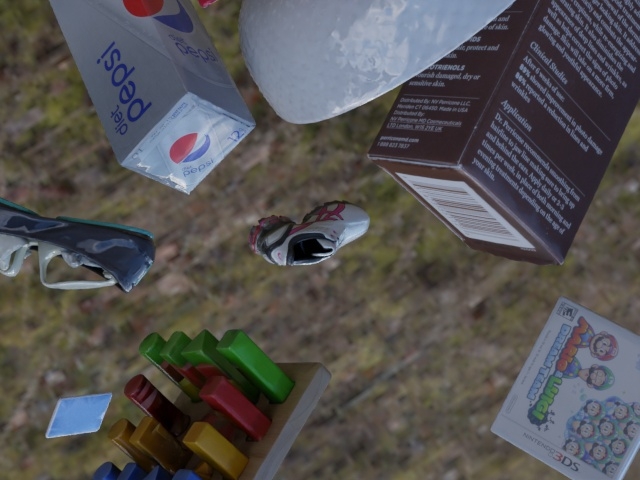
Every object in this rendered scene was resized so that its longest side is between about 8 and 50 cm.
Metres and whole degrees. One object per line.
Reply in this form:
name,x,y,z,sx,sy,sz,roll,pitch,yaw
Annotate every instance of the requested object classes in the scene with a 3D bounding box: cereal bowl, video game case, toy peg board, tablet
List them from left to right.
tablet,-0.280,0.202,1.754,0.083,0.006,0.054,0,118,-52
toy peg board,-0.101,0.139,1.117,0.079,0.161,0.160,46,60,-26
cereal bowl,0.056,-0.262,1.346,0.339,0.141,0.339,-34,-161,13
video game case,0.263,0.154,1.501,0.019,0.143,0.157,23,95,-58

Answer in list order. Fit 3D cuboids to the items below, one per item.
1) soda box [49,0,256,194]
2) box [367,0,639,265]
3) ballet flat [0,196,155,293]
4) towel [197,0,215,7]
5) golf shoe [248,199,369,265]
soda box,-0.166,-0.182,1.397,0.098,0.286,0.091,-44,140,21
box,0.221,-0.189,1.513,0.191,0.143,0.381,40,72,-37
ballet flat,-0.246,0.003,1.324,0.074,0.203,0.074,14,90,-81
towel,-0.020,-0.317,1.103,0.275,0.199,0.031,-32,168,-5
golf shoe,0.000,0.000,1.965,0.186,0.086,0.067,-16,127,-38
